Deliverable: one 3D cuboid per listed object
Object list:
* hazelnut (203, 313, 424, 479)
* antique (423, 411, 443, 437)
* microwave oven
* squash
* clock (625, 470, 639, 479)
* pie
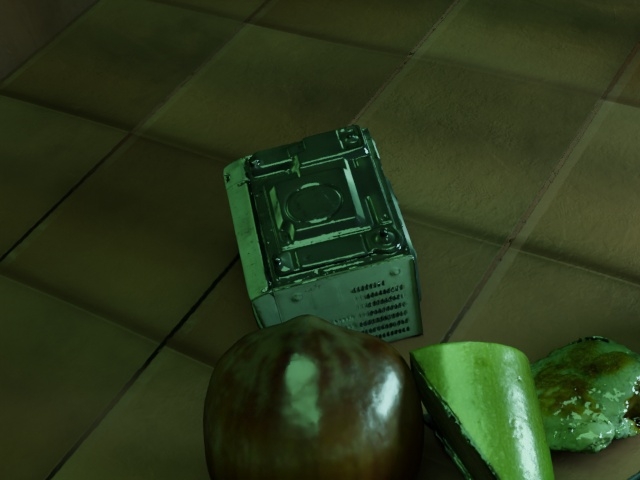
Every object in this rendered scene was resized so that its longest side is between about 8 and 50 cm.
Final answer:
[{"bbox_3d":[-0.014,0.308,1.704,0.365,0.366,0.366,-7,44,7],"label":"hazelnut"},{"bbox_3d":[0.248,0.348,1.823,0.031,0.015,0.192,-37,49,-22],"label":"antique"},{"bbox_3d":[0.000,0.000,2.071,0.332,0.247,0.394,-15,44,-1],"label":"microwave oven"},{"bbox_3d":[0.252,0.341,1.672,0.210,0.234,0.309,-3,62,4],"label":"squash"},{"bbox_3d":[0.567,0.468,1.555,0.325,0.067,0.325,-1,47,1],"label":"clock"},{"bbox_3d":[0.441,0.261,1.819,0.274,0.106,0.257,-26,30,-17],"label":"pie"}]
